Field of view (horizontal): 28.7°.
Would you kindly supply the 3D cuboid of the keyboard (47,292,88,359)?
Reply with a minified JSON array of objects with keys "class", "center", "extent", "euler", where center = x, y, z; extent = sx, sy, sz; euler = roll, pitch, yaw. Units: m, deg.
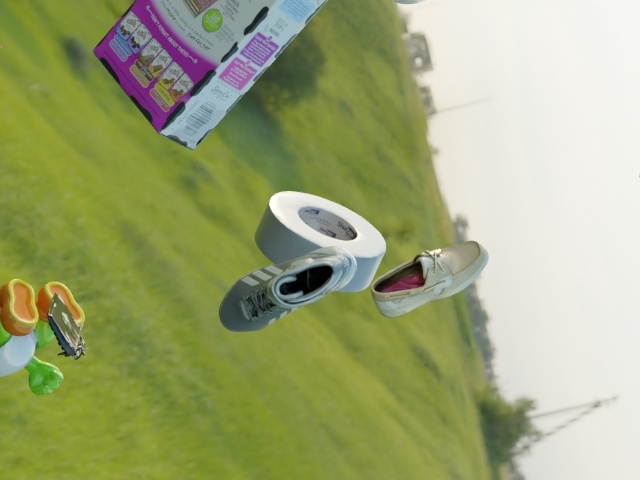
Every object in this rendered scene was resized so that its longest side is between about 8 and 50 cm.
[{"class":"keyboard","center":[-0.395,0.142,1.902],"extent":[0.100,0.038,0.192],"euler":[60,-3,-10]}]

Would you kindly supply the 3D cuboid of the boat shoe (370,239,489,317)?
[{"class":"boat shoe","center":[0.146,0.045,1.686],"extent":[0.059,0.170,0.063],"euler":[56,6,-49]}]

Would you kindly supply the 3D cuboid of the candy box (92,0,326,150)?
[{"class":"candy box","center":[-0.124,-0.240,1.387],"extent":[0.159,0.233,0.071],"euler":[50,14,30]}]

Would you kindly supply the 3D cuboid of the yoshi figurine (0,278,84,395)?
[{"class":"yoshi figurine","center":[-0.566,0.235,2.163],"extent":[0.203,0.362,0.203],"euler":[42,28,-12]}]

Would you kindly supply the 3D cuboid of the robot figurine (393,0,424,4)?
[{"class":"robot figurine","center":[0.114,-0.525,2.092],"extent":[0.278,0.209,0.173],"euler":[49,31,7]}]

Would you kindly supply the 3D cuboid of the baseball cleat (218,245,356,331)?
[{"class":"baseball cleat","center":[-0.057,0.061,1.505],"extent":[0.072,0.206,0.109],"euler":[62,26,3]}]

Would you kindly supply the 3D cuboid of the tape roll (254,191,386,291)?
[{"class":"tape roll","center":[0.000,0.000,2.152],"extent":[0.219,0.219,0.072],"euler":[-91,-157,-66]}]
